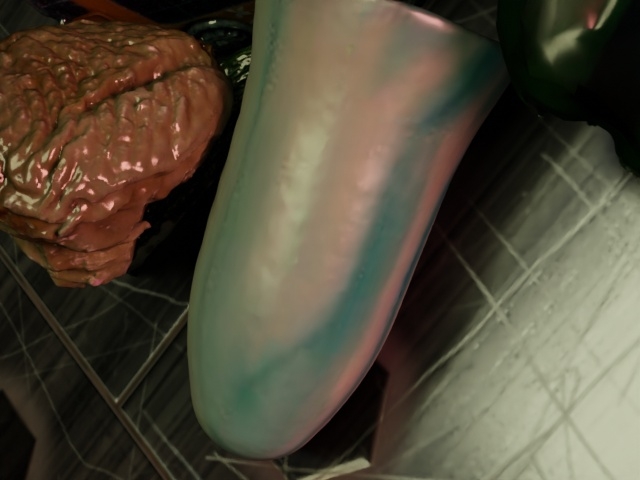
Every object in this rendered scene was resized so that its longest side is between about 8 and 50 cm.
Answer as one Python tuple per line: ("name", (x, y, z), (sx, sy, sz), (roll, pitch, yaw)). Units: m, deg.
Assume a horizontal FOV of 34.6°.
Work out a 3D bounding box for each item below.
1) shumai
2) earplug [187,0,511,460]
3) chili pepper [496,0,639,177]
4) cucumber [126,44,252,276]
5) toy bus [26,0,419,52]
("shumai", (-0.158, -0.051, 0.733), (0.166, 0.175, 0.206), (29, 52, 22))
("earplug", (0.000, 0.000, 0.706), (0.185, 0.185, 0.324), (22, 98, 33))
("chili pepper", (0.239, -0.140, 0.557), (0.248, 0.233, 0.256), (42, 109, 47))
("cucumber", (-0.109, -0.070, 0.836), (0.265, 0.077, 0.077), (-47, 60, 12))
("toy bus", (-0.065, -0.253, 0.774), (0.324, 0.194, 0.161), (-8, 76, 29))
